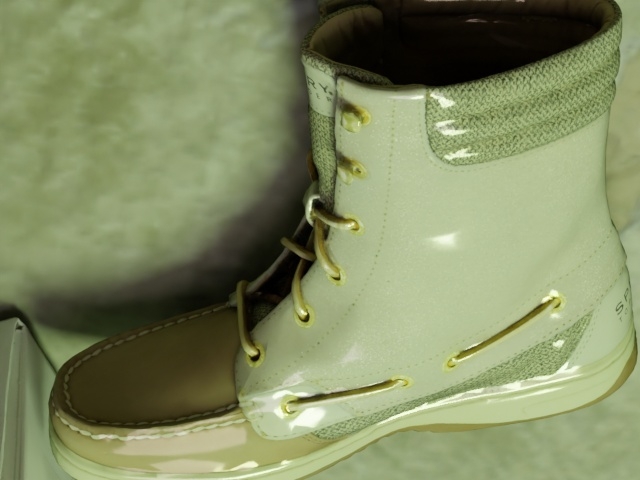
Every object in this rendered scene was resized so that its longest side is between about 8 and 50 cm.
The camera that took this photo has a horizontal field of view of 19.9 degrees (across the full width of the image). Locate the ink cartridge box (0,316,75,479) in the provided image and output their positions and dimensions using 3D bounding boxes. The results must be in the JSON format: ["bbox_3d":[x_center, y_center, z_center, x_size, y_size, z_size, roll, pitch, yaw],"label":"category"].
[{"bbox_3d":[-0.203,0.169,0.714,0.283,0.117,0.207,-16,131,10],"label":"ink cartridge box"}]

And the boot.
[{"bbox_3d":[0.000,0.000,0.608,0.213,0.077,0.165,-12,133,-2],"label":"boot"}]
